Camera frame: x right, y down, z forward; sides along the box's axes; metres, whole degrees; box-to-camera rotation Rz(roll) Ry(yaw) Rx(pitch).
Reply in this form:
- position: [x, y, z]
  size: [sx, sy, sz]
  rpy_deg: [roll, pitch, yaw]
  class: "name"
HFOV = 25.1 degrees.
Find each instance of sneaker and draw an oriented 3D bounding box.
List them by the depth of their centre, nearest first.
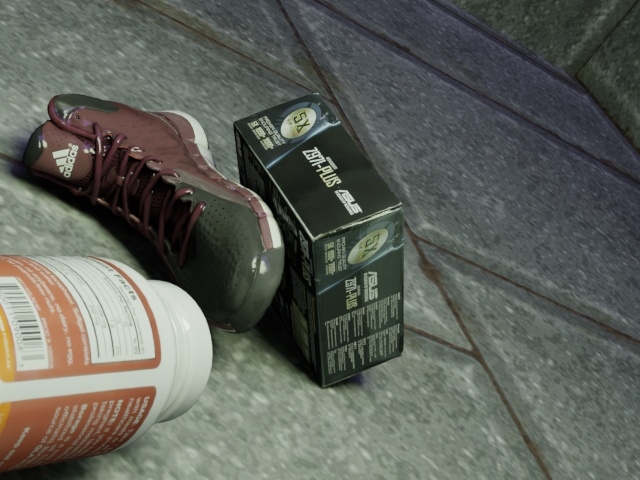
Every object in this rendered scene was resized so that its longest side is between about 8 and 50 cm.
- position: [-0.146, -0.030, 1.110]
  size: [0.163, 0.106, 0.281]
  rpy_deg: [16, 20, -33]
  class: "sneaker"

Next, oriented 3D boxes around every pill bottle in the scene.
- position: [-0.162, 0.069, 0.823]
  size: [0.121, 0.121, 0.216]
  rpy_deg: [48, 22, 24]
  class: "pill bottle"

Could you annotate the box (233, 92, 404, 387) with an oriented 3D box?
- position: [0.000, 0.000, 1.146]
  size: [0.078, 0.180, 0.147]
  rpy_deg: [-21, 49, -16]
  class: "box"
